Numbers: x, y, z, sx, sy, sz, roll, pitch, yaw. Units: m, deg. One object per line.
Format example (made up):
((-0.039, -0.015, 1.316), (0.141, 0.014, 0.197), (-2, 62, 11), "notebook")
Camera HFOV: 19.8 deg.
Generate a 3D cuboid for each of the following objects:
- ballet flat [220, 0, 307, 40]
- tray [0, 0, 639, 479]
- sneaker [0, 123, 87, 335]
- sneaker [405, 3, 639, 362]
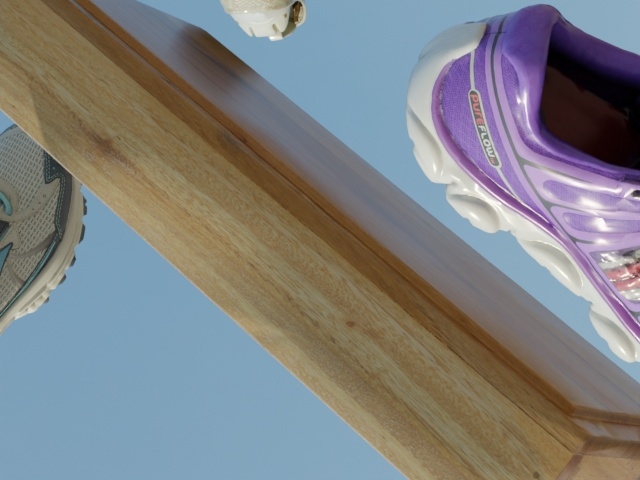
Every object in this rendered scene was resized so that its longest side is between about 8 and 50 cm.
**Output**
((-0.033, -0.162, 1.250), (0.168, 0.057, 0.052), (-37, -59, -75), "ballet flat")
((0.000, 0.000, 0.943), (0.411, 0.076, 0.203), (39, -169, 27), "tray")
((-0.282, 0.026, 1.434), (0.283, 0.110, 0.122), (-66, -29, -11), "sneaker")
((0.102, -0.006, 0.525), (0.170, 0.071, 0.068), (32, -115, -20), "sneaker")
